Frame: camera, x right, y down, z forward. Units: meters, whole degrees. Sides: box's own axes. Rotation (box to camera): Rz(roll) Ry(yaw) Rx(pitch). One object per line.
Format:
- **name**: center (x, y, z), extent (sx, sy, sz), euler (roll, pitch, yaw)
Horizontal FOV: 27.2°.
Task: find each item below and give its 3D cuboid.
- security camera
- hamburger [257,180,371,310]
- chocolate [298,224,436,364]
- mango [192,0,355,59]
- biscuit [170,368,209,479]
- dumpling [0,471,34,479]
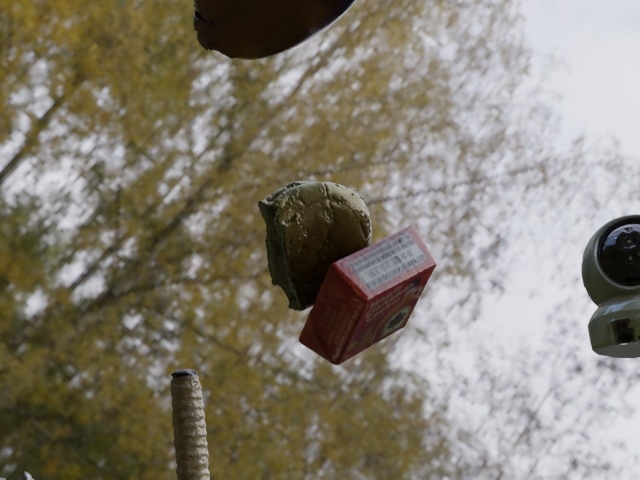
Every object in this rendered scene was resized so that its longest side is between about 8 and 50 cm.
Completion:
- **security camera**: center (0.546, 0.073, 2.267), extent (0.195, 0.236, 0.194), euler (-1, -16, 0)
- **hamburger**: center (0.000, 0.000, 2.581), extent (0.132, 0.211, 0.309), euler (48, -22, 40)
- **chocolate**: center (0.095, 0.111, 2.576), extent (0.108, 0.237, 0.234), euler (46, -43, 24)
- **mango**: center (-0.062, -0.369, 1.917), extent (0.287, 0.201, 0.153), euler (-28, -36, 30)
- **biscuit**: center (-0.212, 0.318, 2.141), extent (0.055, 0.219, 0.061), euler (0, -7, -43)
- **dumpling**: center (-0.454, 0.427, 1.706), extent (0.163, 0.293, 0.204), euler (40, -7, 22)
